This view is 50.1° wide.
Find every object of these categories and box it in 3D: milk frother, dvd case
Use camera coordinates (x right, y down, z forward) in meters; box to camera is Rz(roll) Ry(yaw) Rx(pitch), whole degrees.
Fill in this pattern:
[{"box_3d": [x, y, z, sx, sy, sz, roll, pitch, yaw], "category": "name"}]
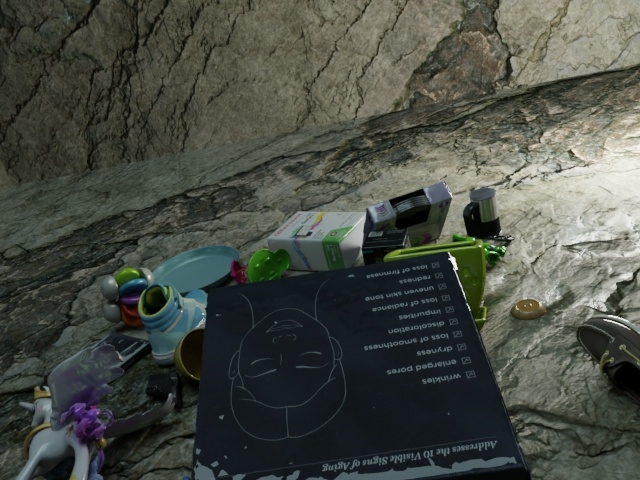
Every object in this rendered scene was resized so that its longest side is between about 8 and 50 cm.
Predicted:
[{"box_3d": [0.507, -0.069, 2.024, 0.143, 0.135, 0.129, 5, 32, 37], "category": "milk frother"}, {"box_3d": [-0.612, 0.344, 1.906, 0.179, 0.029, 0.239, 6, 32, 37], "category": "dvd case"}]

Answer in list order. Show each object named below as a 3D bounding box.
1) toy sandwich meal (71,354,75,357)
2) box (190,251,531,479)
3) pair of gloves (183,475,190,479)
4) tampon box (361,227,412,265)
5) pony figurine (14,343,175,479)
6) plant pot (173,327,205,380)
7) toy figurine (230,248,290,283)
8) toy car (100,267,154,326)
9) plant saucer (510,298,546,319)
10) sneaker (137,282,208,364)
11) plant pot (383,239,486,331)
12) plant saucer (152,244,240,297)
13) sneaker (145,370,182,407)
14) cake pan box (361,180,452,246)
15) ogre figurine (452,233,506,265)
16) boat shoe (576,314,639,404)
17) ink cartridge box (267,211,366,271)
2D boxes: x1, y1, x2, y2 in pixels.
[{"box_3d": [-0.650, 0.331, 1.881, 0.085, 0.029, 0.085, -12, 25, 6], "category": "toy sandwich meal"}, {"box_3d": [0.050, 0.303, 1.176, 0.480, 0.297, 0.472, -9, 36, 2], "category": "box"}, {"box_3d": [-0.243, 0.520, 1.232, 0.198, 0.023, 0.159, -45, 52, -7], "category": "pair of gloves"}, {"box_3d": [0.192, 0.063, 1.891, 0.120, 0.161, 0.101, -5, 26, 19], "category": "tampon box"}, {"box_3d": [-0.528, 0.419, 1.474, 0.351, 0.303, 0.363, -20, 39, 9], "category": "pony figurine"}, {"box_3d": [-0.322, 0.299, 1.747, 0.095, 0.134, 0.134, -26, 10, 46], "category": "plant pot"}, {"box_3d": [-0.206, 0.083, 2.138, 0.159, 0.130, 0.173, -1, 26, 47], "category": "toy figurine"}, {"box_3d": [-0.564, 0.176, 2.060, 0.159, 0.182, 0.136, -14, 25, -37], "category": "toy car"}, {"box_3d": [0.508, 0.165, 1.677, 0.083, 0.015, 0.083, -12, 25, 6], "category": "plant saucer"}, {"box_3d": [-0.402, 0.177, 1.926, 0.127, 0.208, 0.319, -10, 25, 14], "category": "sneaker"}, {"box_3d": [0.286, 0.117, 1.628, 0.228, 0.207, 0.227, -9, 1, 14], "category": "plant pot"}, {"box_3d": [-0.416, 0.109, 2.274, 0.317, 0.043, 0.317, -12, 26, 6], "category": "plant saucer"}, {"box_3d": [-0.393, 0.374, 1.701, 0.089, 0.051, 0.170, -17, 20, -5], "category": "sneaker"}, {"box_3d": [0.251, -0.055, 2.015, 0.246, 0.267, 0.070, -20, 65, -11], "category": "cake pan box"}, {"box_3d": [0.411, 0.040, 1.901, 0.197, 0.097, 0.118, -36, 42, -17], "category": "ogre figurine"}, {"box_3d": [0.609, 0.250, 1.331, 0.097, 0.116, 0.324, -19, 31, -16], "category": "boat shoe"}, {"box_3d": [0.000, 0.000, 2.181, 0.278, 0.117, 0.201, 2, 30, 33], "category": "ink cartridge box"}]
